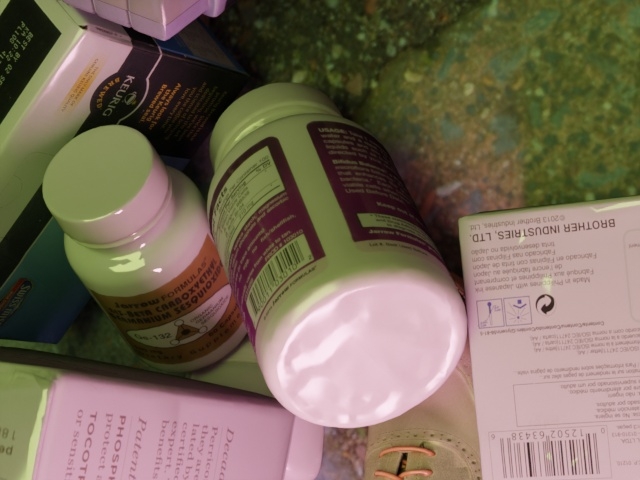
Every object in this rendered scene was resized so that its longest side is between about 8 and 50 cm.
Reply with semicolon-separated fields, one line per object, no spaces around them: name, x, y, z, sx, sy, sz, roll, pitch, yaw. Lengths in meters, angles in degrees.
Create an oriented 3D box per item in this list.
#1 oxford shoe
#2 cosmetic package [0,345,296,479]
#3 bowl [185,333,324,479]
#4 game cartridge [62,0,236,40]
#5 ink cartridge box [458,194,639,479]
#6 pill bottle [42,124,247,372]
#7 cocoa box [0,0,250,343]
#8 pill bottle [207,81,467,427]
oxford shoe;0.097;0.216;1.596;0.140;0.146;0.396;-14;81;31
cosmetic package;-0.271;0.253;1.577;0.329;0.394;0.327;8;86;26
bowl;-0.070;0.154;1.749;0.142;0.053;0.142;2;91;31
game cartridge;-0.105;-0.298;1.618;0.230;0.355;0.068;27;138;24
ink cartridge box;0.268;0.161;1.499;0.270;0.151;0.395;-7;86;30
pill bottle;-0.151;0.007;1.677;0.131;0.229;0.131;-11;53;14
cocoa box;-0.282;-0.106;1.753;0.347;0.228;0.231;-52;57;20
pill bottle;0.000;0.000;1.587;0.169;0.169;0.301;-49;36;21
